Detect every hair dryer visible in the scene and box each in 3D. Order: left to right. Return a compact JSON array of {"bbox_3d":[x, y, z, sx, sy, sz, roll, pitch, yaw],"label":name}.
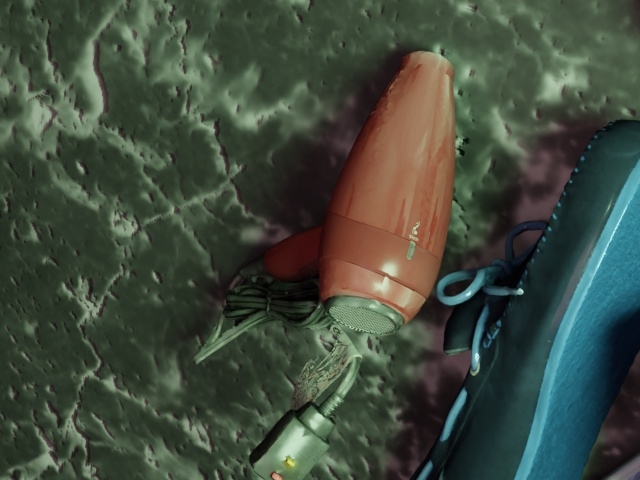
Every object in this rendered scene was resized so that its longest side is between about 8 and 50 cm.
[{"bbox_3d":[0.000,0.000,0.956,0.293,0.080,0.223,-54,33,12],"label":"hair dryer"}]

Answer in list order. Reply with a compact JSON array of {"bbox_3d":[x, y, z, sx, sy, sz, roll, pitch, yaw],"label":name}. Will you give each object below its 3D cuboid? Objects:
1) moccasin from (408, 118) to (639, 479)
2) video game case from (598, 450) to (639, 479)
[{"bbox_3d":[0.124,0.073,0.914,0.117,0.137,0.342,34,115,33],"label":"moccasin"},{"bbox_3d":[0.252,0.246,0.958,0.206,0.026,0.227,50,122,7],"label":"video game case"}]
